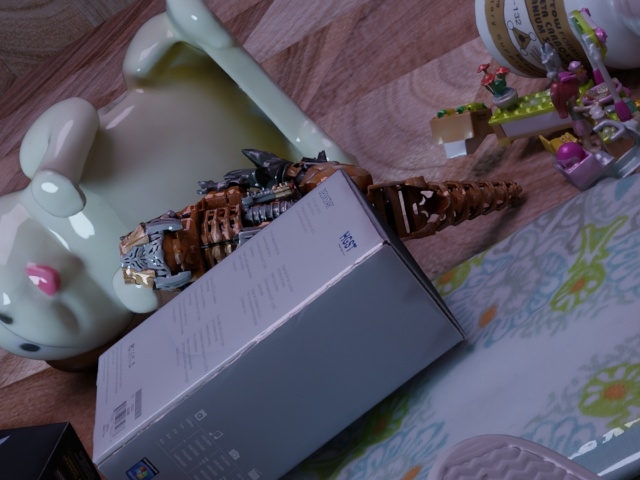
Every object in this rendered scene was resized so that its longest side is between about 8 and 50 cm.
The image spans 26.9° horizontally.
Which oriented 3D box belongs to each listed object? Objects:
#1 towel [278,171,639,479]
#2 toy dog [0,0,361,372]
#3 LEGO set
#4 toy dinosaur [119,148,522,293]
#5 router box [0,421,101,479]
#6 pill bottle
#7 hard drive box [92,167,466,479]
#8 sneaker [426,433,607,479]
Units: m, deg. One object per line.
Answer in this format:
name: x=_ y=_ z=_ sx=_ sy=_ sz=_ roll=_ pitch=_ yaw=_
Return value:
towel: x=0.089 y=0.119 z=0.833 sx=0.374 sy=0.090 sz=0.320 roll=-31 pitch=23 yaw=22
toy dog: x=-0.219 y=-0.049 z=1.440 sx=0.408 sy=0.284 sz=0.395 roll=-43 pitch=20 yaw=-3
LEGO set: x=0.183 y=-0.124 z=1.105 sx=0.132 sy=0.107 sz=0.287 roll=-35 pitch=23 yaw=-10
toy dinosaur: x=0.000 y=0.000 z=1.096 sx=0.218 sy=0.322 sz=0.164 roll=157 pitch=123 yaw=-79
router box: x=-0.379 y=0.283 z=1.185 sx=0.309 sy=0.081 sz=0.243 roll=-9 pitch=32 yaw=21
pill bottle: x=0.249 y=-0.213 z=1.165 sx=0.131 sy=0.131 sz=0.229 roll=-48 pitch=22 yaw=-18
hard drive box: x=-0.037 y=0.073 z=0.909 sx=0.232 sy=0.089 sz=0.181 roll=-38 pitch=19 yaw=5
sneaker: x=0.156 y=0.197 z=0.575 sx=0.256 sy=0.151 sz=0.094 roll=30 pitch=52 yaw=33
